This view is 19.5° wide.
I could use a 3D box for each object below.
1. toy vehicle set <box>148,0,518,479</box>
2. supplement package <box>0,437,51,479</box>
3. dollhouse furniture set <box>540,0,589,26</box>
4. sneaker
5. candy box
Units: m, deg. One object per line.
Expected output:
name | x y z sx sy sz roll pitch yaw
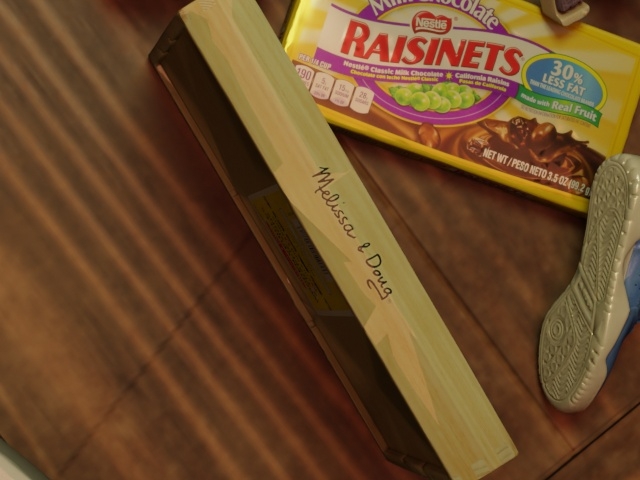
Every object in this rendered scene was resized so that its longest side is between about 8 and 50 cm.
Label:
toy vehicle set | 0.000 0.000 0.958 0.035 0.166 0.267 -31 95 -10
supplement package | -0.216 0.127 0.946 0.179 0.105 0.105 41 82 -7
dollhouse furniture set | 0.167 -0.181 1.005 0.091 0.081 0.114 -30 121 -28
sneaker | 0.180 0.028 1.045 0.085 0.058 0.152 6 105 -31
candy box | 0.077 -0.093 1.045 0.206 0.027 0.105 19 82 -10
